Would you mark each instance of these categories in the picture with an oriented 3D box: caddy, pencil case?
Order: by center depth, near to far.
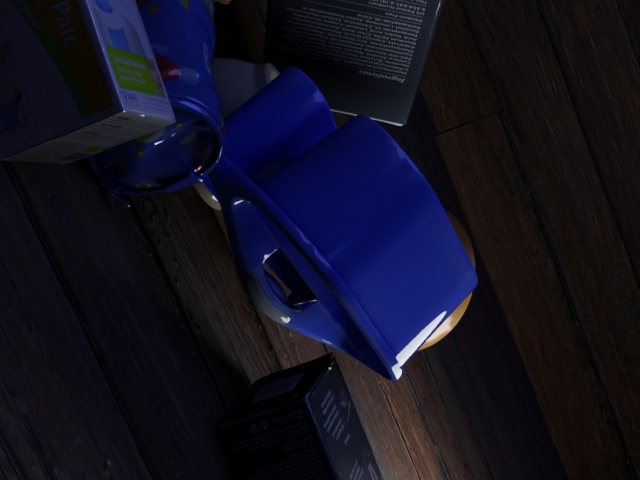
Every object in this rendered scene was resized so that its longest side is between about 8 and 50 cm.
[{"bbox_3d":[-0.146,-0.172,1.074,0.133,0.119,0.306,62,15,-47],"label":"pencil case"},{"bbox_3d":[0.000,0.000,1.178,0.241,0.179,0.341,39,-12,41],"label":"caddy"}]

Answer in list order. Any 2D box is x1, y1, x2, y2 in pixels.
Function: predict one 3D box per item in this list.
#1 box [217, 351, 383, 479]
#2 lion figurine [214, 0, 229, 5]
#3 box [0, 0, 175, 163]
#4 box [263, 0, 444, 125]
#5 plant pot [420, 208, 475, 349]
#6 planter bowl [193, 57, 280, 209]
[{"bbox_3d":[-0.012,0.209,1.136,0.156,0.093,0.158,-41,110,-76],"label":"box"},{"bbox_3d":[-0.115,-0.458,1.285,0.240,0.142,0.392,2,102,-61],"label":"lion figurine"},{"bbox_3d":[-0.200,-0.168,0.885,0.114,0.103,0.203,-8,79,-77],"label":"box"},{"bbox_3d":[0.061,-0.382,1.535,0.395,0.212,0.294,101,1,-65],"label":"box"},{"bbox_3d":[0.062,0.028,1.527,0.188,0.205,0.205,20,50,-53],"label":"plant pot"},{"bbox_3d":[-0.085,-0.126,1.286,0.162,0.109,0.162,-19,90,-78],"label":"planter bowl"}]
